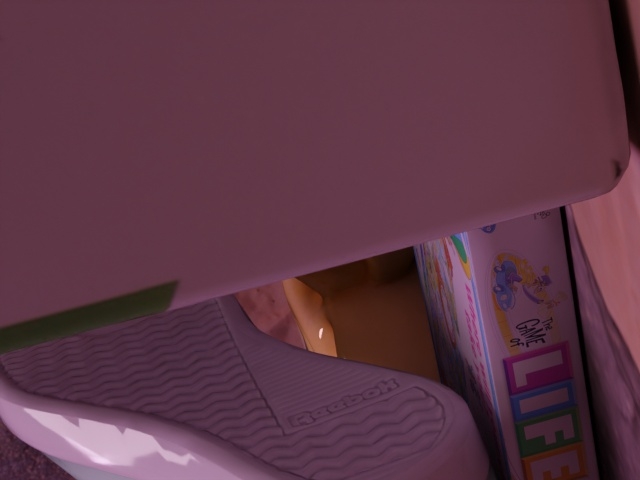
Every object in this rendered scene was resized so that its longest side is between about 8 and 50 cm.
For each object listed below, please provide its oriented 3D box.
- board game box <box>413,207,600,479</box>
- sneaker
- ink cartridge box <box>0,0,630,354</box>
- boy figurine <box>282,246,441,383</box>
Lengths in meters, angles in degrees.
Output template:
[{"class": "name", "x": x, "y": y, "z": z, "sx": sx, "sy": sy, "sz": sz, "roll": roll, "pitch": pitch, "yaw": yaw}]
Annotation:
[{"class": "board game box", "x": 0.052, "y": 0.024, "z": 0.500, "sx": 0.103, "sy": 0.026, "sz": 0.154, "roll": -111, "pitch": 6, "yaw": -57}, {"class": "sneaker", "x": -0.027, "y": 0.103, "z": 0.568, "sx": 0.256, "sy": 0.094, "sz": 0.151, "roll": 19, "pitch": 132, "yaw": 54}, {"class": "ink cartridge box", "x": -0.064, "y": -0.080, "z": 0.432, "sx": 0.278, "sy": 0.201, "sz": 0.117, "roll": -113, "pitch": 9, "yaw": -69}, {"class": "boy figurine", "x": 0.021, "y": 0.060, "z": 0.659, "sx": 0.177, "sy": 0.092, "sz": 0.285, "roll": -106, "pitch": -1, "yaw": -55}]
